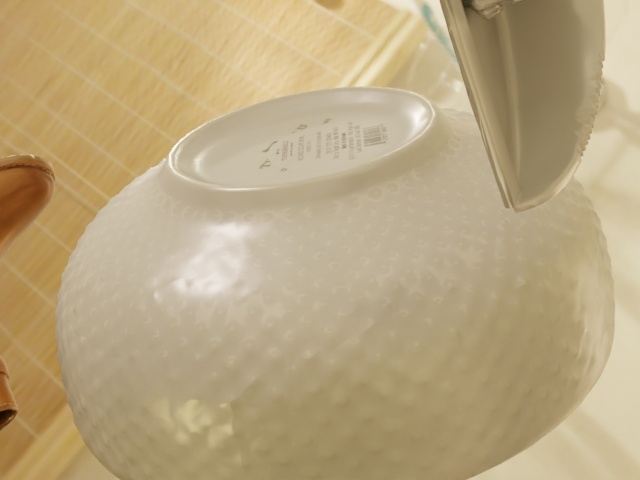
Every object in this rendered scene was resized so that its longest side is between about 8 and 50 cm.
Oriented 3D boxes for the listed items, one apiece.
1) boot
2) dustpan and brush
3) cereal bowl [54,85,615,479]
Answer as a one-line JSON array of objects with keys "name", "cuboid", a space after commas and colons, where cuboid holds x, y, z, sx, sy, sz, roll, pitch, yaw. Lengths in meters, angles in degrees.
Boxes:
[{"name": "boot", "cuboid": [-0.330, 0.067, 0.968, 0.283, 0.220, 0.109, -35, -32, -6]}, {"name": "dustpan and brush", "cuboid": [0.086, -0.122, 0.395, 0.211, 0.060, 0.147, -67, -40, -58]}, {"name": "cereal bowl", "cuboid": [0.000, 0.000, 0.625, 0.339, 0.339, 0.141, -32, -59, -38]}]
